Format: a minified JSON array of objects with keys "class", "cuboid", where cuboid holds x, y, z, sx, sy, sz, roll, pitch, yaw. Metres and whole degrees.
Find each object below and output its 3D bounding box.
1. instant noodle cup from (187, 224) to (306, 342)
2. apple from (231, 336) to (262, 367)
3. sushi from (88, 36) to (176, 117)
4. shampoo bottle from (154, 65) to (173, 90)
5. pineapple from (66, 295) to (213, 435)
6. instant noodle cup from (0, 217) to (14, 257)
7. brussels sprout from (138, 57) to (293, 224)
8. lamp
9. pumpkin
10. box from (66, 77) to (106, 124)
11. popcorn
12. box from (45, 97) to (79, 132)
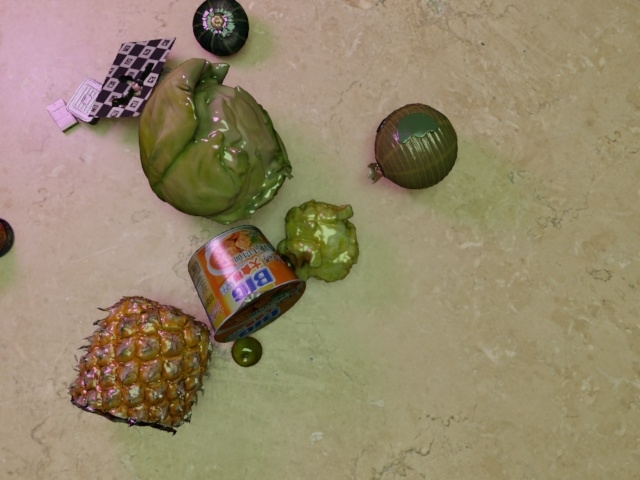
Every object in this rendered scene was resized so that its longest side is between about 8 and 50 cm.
[{"class":"instant noodle cup","cuboid":[-0.211,0.110,1.613,0.296,0.296,0.214,-32,72,-9]},{"class":"apple","cuboid":[-0.209,0.317,1.696,0.089,0.074,0.090,-1,106,-2]},{"class":"sushi","cuboid":[-0.512,-0.439,1.660,0.192,0.043,0.280,3,63,22]},{"class":"shampoo bottle","cuboid":[-0.364,-0.425,1.726,0.303,0.092,0.092,22,83,-5]},{"class":"pineapple","cuboid":[-0.452,0.308,1.541,0.352,0.352,0.300,19,76,-5]},{"class":"instant noodle cup","cuboid":[-0.909,-0.012,1.602,0.127,0.135,0.127,1,86,-8]},{"class":"brussels sprout","cuboid":[-0.309,-0.236,1.584,0.360,0.342,0.425,-27,108,26]},{"class":"lamp","cuboid":[0.253,-0.254,1.723,0.284,0.250,0.250,-32,90,0]},{"class":"pumpkin","cuboid":[-0.288,-0.619,1.734,0.167,0.125,0.167,0,92,-9]},{"class":"box","cuboid":[-0.653,-0.390,1.699,0.084,0.069,0.122,31,82,-2]},{"class":"popcorn","cuboid":[0.000,0.000,1.691,0.255,0.195,0.256,-40,110,-3]},{"class":"box","cuboid":[-0.737,-0.357,1.708,0.053,0.024,0.083,-35,92,-9]}]
